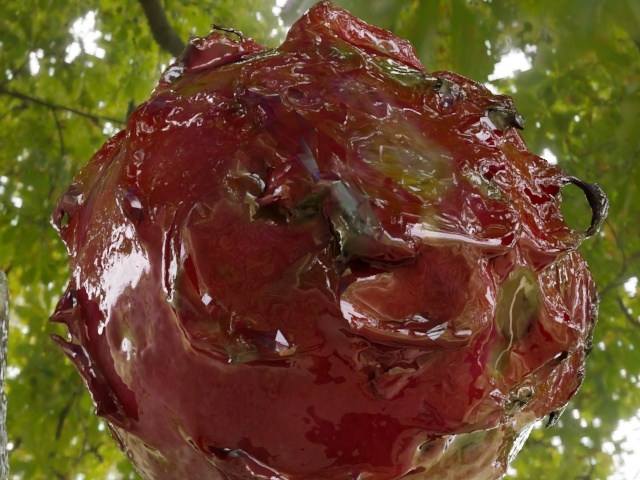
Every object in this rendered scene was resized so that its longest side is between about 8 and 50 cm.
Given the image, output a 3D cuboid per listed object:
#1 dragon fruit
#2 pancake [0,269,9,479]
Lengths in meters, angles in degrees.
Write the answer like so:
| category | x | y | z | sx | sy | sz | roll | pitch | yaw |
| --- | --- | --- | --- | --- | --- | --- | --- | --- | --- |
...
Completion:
| category | x | y | z | sx | sy | sz | roll | pitch | yaw |
| --- | --- | --- | --- | --- | --- | --- | --- | --- | --- |
| dragon fruit | 0.000 | 0.000 | 0.649 | 0.370 | 0.386 | 0.249 | -23 | -26 | -16 |
| pancake | -0.353 | 0.147 | 1.001 | 0.057 | 0.245 | 0.266 | 0 | -42 | -12 |
